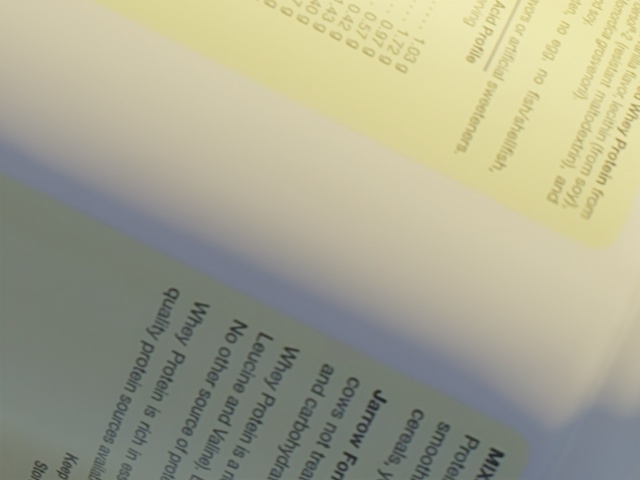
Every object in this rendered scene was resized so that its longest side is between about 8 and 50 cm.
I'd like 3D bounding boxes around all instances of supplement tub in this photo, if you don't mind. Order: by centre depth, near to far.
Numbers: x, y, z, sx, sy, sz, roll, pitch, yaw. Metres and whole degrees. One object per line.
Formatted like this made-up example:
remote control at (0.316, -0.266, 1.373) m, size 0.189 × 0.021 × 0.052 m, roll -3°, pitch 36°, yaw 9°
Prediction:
supplement tub at (0.000, 0.000, 0.566) m, size 0.325 × 0.235 × 0.235 m, roll 26°, pitch 98°, yaw 2°
